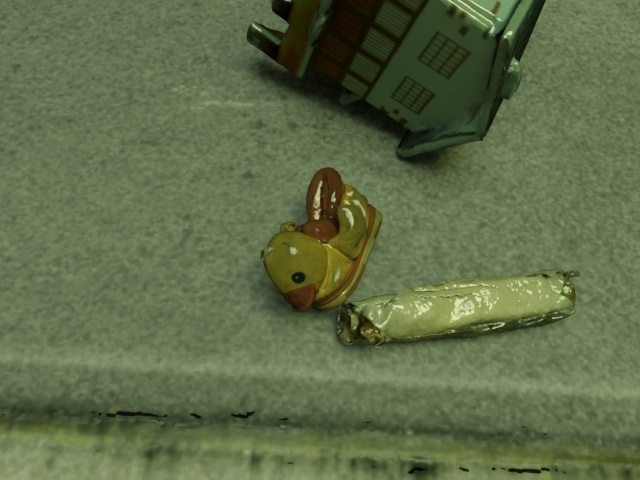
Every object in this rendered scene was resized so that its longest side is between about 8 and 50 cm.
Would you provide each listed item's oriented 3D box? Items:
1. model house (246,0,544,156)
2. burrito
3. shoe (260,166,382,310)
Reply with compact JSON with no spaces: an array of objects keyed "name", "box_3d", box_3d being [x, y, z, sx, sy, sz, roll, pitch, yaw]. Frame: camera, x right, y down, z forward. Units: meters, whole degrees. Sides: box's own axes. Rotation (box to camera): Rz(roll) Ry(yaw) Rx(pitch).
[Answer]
[{"name":"model house","box_3d":[0.082,-0.219,0.410,0.215,0.198,0.224,30,65,-4]},{"name":"burrito","box_3d":[0.105,0.050,0.371,0.186,0.041,0.045,-5,83,-9]},{"name":"shoe","box_3d":[-0.001,-0.001,0.373,0.109,0.072,0.069,-48,115,-17]}]
